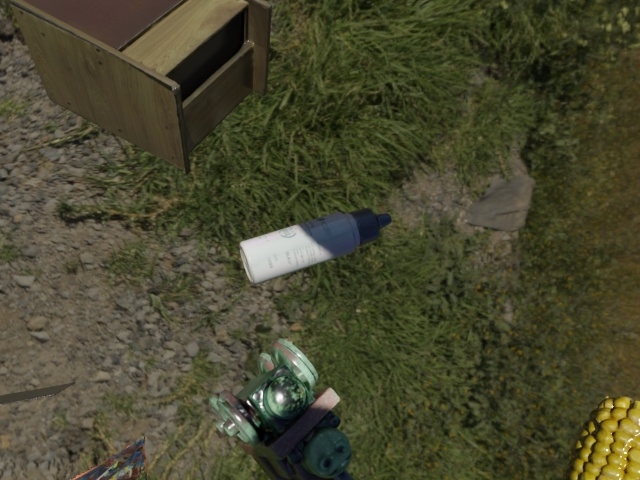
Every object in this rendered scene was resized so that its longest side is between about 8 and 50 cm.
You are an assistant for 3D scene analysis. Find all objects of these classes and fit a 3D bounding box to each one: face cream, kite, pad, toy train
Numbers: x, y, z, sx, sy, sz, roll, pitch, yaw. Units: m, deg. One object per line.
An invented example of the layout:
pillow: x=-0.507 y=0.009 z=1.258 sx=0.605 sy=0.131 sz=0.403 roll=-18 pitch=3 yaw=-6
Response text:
face cream: x=0.000 y=0.000 z=1.103 sx=0.312 sy=0.092 sz=0.092 roll=-17 pitch=105 yaw=-13
kite: x=-0.209 y=0.217 z=0.453 sx=0.009 sy=0.232 sz=0.189 roll=63 pitch=25 yaw=-3
pad: x=-0.471 y=0.234 z=0.812 sx=0.190 sy=0.127 sz=0.004 roll=-7 pitch=85 yaw=-11
toy train: x=-0.049 y=0.279 z=0.825 sx=0.150 sy=0.304 sz=0.221 roll=-39 pitch=85 yaw=-24

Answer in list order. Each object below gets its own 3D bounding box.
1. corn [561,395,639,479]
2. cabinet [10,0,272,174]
corn: x=0.296 y=0.363 z=0.578 sx=0.144 sy=0.144 sz=0.387 roll=29 pitch=81 yaw=-32
cabinet: x=-0.196 y=-0.218 z=0.658 sx=0.215 sy=0.148 sz=0.174 roll=28 pitch=59 yaw=11
